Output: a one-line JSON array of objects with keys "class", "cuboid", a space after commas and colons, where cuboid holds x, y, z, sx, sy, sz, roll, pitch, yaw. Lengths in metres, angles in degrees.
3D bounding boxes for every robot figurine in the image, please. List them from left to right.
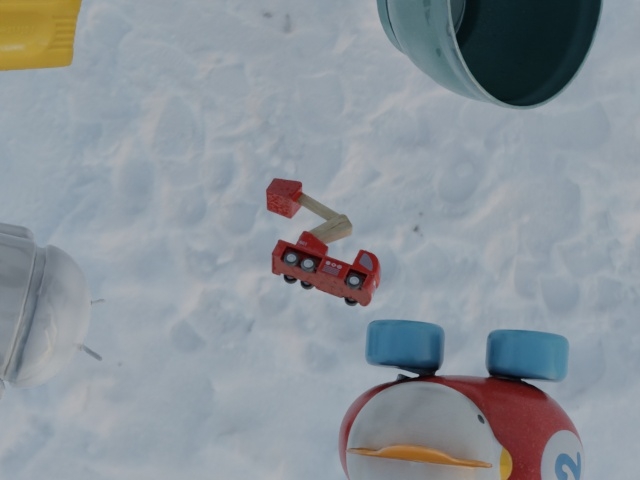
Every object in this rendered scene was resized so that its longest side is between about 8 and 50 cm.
[{"class": "robot figurine", "cuboid": [-0.460, 0.083, 1.077, 0.354, 0.299, 0.199, 15, 135, -23]}]

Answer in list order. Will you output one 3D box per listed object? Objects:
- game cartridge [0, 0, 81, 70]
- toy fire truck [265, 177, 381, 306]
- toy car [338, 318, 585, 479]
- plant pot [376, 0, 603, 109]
[{"class": "game cartridge", "cuboid": [-0.371, -0.315, 0.831, 0.052, 0.285, 0.323, 46, 133, 31]}, {"class": "toy fire truck", "cuboid": [0.000, 0.000, 1.085, 0.192, 0.135, 0.047, 19, 144, 12]}, {"class": "toy car", "cuboid": [0.105, 0.170, 0.638, 0.210, 0.238, 0.219, 4, 80, 12]}, {"class": "plant pot", "cuboid": [0.197, -0.321, 1.056, 0.196, 0.293, 0.293, 16, 124, 51]}]
